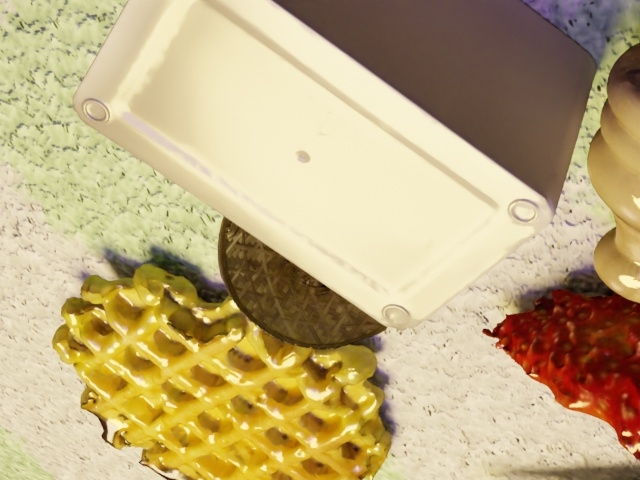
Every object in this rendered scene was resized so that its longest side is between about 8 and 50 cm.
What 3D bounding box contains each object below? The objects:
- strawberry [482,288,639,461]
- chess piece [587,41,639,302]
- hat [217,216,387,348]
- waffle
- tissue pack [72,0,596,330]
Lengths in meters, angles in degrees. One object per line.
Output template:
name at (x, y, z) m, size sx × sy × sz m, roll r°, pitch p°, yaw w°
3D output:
strawberry at (0.231, 0.089, 0.720) m, size 0.174 × 0.098 × 0.228 m, roll 22°, pitch -174°, yaw -36°
chess piece at (0.219, -0.070, 0.570) m, size 0.139 × 0.124 × 0.307 m, roll -11°, pitch 140°, yaw -10°
hat at (0.000, 0.000, 0.772) m, size 0.146 × 0.067 × 0.145 m, roll -1°, pitch 100°, yaw -4°
waffle at (-0.090, 0.146, 0.953) m, size 0.312 × 0.060 × 0.307 m, roll 20°, pitch 135°, yaw 5°
tissue pack at (0.010, -0.088, 0.619) m, size 0.246 × 0.136 × 0.159 m, roll 35°, pitch 136°, yaw -11°
